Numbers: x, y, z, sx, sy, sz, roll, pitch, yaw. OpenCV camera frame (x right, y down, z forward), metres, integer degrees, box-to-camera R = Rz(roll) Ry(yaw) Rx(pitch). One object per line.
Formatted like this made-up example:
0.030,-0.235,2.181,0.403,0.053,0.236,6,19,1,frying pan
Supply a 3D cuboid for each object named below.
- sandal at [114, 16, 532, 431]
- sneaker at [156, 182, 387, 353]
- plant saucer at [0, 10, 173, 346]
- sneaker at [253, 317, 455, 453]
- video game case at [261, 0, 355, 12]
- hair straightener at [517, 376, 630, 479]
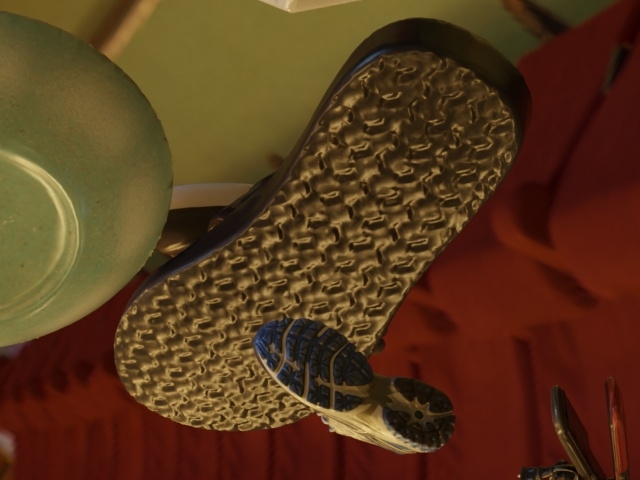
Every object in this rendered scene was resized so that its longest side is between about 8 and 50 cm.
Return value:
0.003,0.001,1.164,0.167,0.107,0.446,37,129,-11,sandal
-0.050,0.036,1.318,0.295,0.147,0.104,7,171,-33,sneaker
-0.161,-0.012,0.707,0.195,0.195,0.037,41,-160,-36,plant saucer
0.013,0.097,0.979,0.135,0.052,0.058,31,150,-9,sneaker
0.004,-0.175,0.912,0.173,0.190,0.022,29,126,44,video game case
0.197,0.171,1.235,0.089,0.047,0.230,-9,152,10,hair straightener
